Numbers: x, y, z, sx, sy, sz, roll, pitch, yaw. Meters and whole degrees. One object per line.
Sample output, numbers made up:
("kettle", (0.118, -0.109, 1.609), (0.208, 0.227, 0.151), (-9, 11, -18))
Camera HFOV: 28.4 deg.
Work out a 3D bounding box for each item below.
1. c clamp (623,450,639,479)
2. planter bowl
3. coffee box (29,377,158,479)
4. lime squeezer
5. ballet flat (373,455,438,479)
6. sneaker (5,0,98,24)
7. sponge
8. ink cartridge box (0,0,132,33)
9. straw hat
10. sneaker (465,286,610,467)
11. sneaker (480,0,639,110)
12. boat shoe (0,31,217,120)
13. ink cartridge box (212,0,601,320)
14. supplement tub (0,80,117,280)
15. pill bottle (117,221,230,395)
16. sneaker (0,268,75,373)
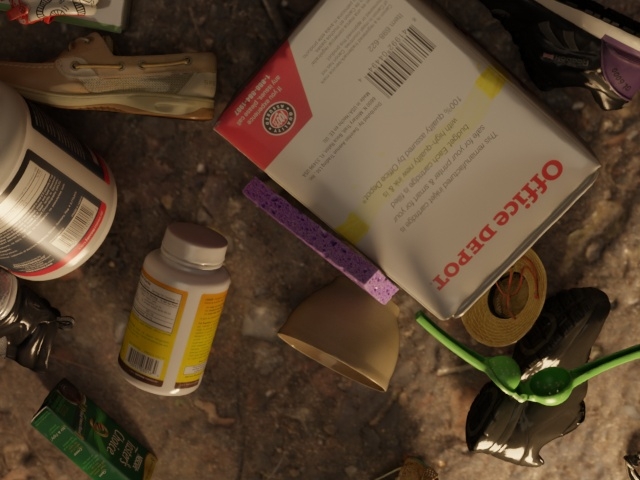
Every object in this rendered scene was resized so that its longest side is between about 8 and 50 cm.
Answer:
("c clamp", (0.482, 0.285, 1.749), (0.137, 0.022, 0.160), (39, 104, -14))
("planter bowl", (0.039, 0.115, 1.665), (0.162, 0.162, 0.109), (30, 80, -6))
("coffee box", (-0.310, 0.280, 1.752), (0.184, 0.113, 0.040), (44, 102, -8))
("lime squeezer", (0.259, 0.157, 1.578), (0.311, 0.058, 0.110), (8, 136, -7))
("ballet flat", (0.080, 0.380, 1.789), (0.206, 0.073, 0.067), (-44, 72, 12))
("sneaker", (-0.392, -0.337, 1.517), (0.270, 0.090, 0.145), (7, 105, -1))
("sponge", (0.000, 0.000, 1.594), (0.210, 0.117, 0.031), (38, 90, 22))
("ink cartridge box", (-0.309, -0.389, 1.570), (0.171, 0.056, 0.235), (11, 106, 0))
("straw hat", (0.257, 0.074, 1.671), (0.061, 0.144, 0.144), (12, 114, -45))
("sneaker", (0.311, 0.185, 1.695), (0.130, 0.109, 0.286), (26, 116, -12))
("sneaker", (0.272, -0.249, 1.553), (0.283, 0.107, 0.124), (25, 113, -4))
("boat shoe", (-0.281, -0.213, 1.603), (0.302, 0.109, 0.098), (6, 95, 2))
("ink cartridge box", (0.108, -0.132, 1.567), (0.385, 0.160, 0.279), (41, 106, -9))
("supplement tub", (-0.395, -0.081, 1.542), (0.191, 0.191, 0.272), (-31, 145, 12))
("pill bottle", (-0.190, 0.089, 1.679), (0.117, 0.117, 0.215), (17, 108, -2))
("sneaker", (-0.452, 0.138, 1.717), (0.269, 0.101, 0.153), (-29, 134, 36))
